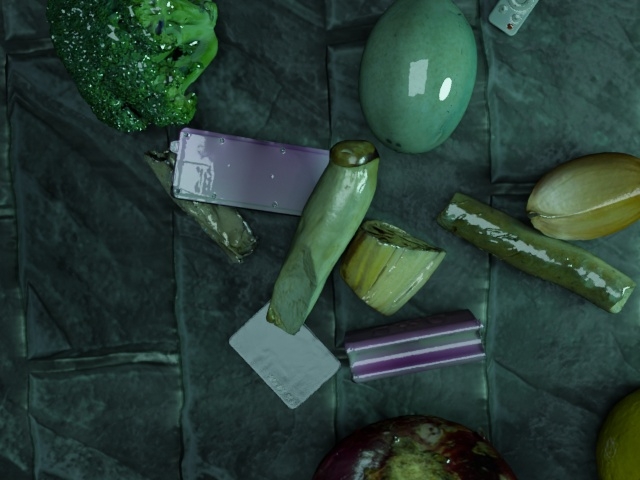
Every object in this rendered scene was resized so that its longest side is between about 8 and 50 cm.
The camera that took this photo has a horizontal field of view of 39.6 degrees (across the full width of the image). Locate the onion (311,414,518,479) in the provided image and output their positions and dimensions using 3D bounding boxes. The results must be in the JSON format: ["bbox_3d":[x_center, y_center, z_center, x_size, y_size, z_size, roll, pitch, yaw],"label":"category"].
[{"bbox_3d":[0.146,0.452,1.290,0.347,0.348,0.385,-4,129,3],"label":"onion"}]

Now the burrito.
[{"bbox_3d":[-0.185,-0.060,1.375,0.063,0.058,0.229,-42,89,9],"label":"burrito"}]

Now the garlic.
[{"bbox_3d":[0.390,-0.055,1.319,0.206,0.128,0.115,-18,127,-3],"label":"garlic"}]

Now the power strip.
[{"bbox_3d":[-0.092,-0.099,1.345,0.278,0.037,0.109,8,95,-13],"label":"power strip"}]

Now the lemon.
[{"bbox_3d":[0.526,0.330,1.286,0.240,0.219,0.241,0,94,7],"label":"lemon"}]

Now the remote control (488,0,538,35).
[{"bbox_3d":[0.321,-0.394,1.324,0.050,0.027,0.184,37,113,6],"label":"remote control"}]

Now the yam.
[{"bbox_3d":[0.327,0.017,1.349,0.317,0.067,0.071,27,120,2],"label":"yam"}]

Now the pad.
[{"bbox_3d":[-0.056,0.179,1.410,0.112,0.003,0.157,-43,91,5],"label":"pad"}]

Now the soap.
[{"bbox_3d":[0.139,0.158,1.340,0.203,0.122,0.066,-10,94,2],"label":"soap"}]

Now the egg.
[{"bbox_3d":[0.141,-0.243,1.289,0.169,0.169,0.237,12,96,2],"label":"egg"}]

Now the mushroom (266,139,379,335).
[{"bbox_3d":[-0.001,0.001,1.308,0.087,0.107,0.333,28,109,7],"label":"mushroom"}]

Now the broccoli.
[{"bbox_3d":[-0.275,-0.306,1.296,0.245,0.265,0.295,-9,102,-31],"label":"broccoli"}]

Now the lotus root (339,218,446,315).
[{"bbox_3d":[0.092,0.032,1.356,0.159,0.095,0.135,27,102,-40],"label":"lotus root"}]
